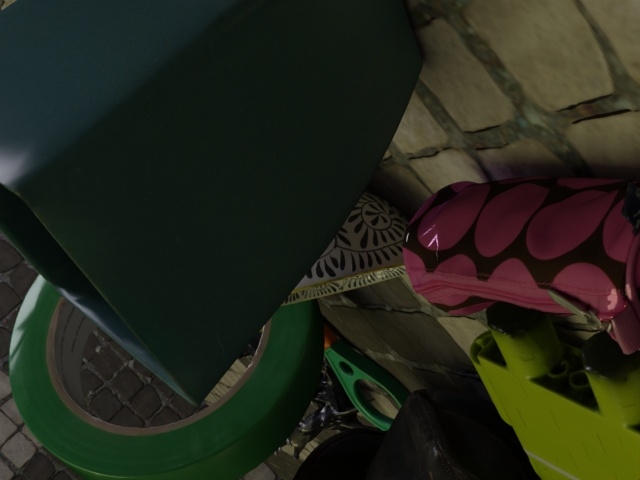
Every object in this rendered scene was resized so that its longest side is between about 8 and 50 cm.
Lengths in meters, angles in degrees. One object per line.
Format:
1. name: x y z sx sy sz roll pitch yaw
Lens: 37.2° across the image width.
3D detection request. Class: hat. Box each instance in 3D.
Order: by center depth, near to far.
1. hat: 0.127 0.222 0.875 0.331 0.331 0.134 28 119 42

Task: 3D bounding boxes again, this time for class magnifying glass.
1. magnifying glass: 0.028 0.145 1.148 0.231 0.026 0.092 49 148 1

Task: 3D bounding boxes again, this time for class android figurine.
1. android figurine: 0.216 0.150 0.701 0.248 0.056 0.273 22 151 51

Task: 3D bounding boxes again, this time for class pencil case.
1. pencil case: 0.124 0.010 0.512 0.095 0.098 0.209 49 163 -16

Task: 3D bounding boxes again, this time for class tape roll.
1. tape roll: -0.159 0.103 0.995 0.321 0.321 0.077 34 161 29

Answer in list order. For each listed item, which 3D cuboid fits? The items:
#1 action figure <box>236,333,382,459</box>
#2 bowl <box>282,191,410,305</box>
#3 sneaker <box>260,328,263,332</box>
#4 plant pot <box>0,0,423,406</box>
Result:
1. action figure: -0.037 0.217 1.298 0.275 0.141 0.164 20 139 56
2. bowl: 0.000 0.000 0.736 0.170 0.170 0.080 149 108 -72
3. sneaker: -0.102 0.022 1.142 0.209 0.069 0.082 42 130 41
4. plant pot: -0.065 -0.072 0.519 0.165 0.234 0.166 29 156 41
